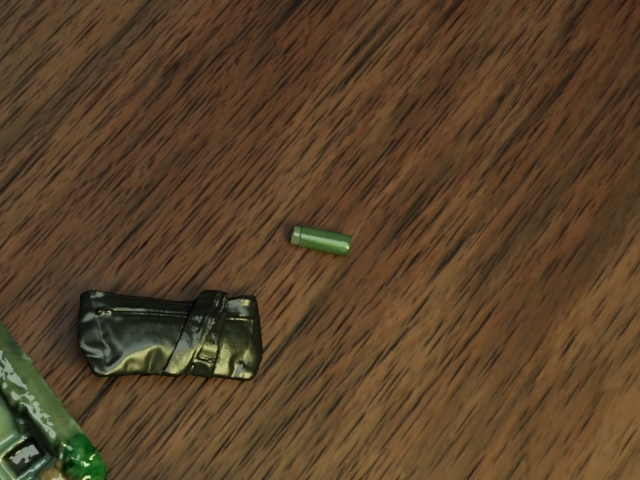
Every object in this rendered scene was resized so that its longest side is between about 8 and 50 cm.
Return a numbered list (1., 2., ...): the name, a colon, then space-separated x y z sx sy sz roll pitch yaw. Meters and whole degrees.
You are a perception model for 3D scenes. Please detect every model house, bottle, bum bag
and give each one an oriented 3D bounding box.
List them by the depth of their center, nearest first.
1. model house: -0.457 0.286 1.793 0.325 0.194 0.267 -36 82 -20
2. bum bag: -0.196 0.125 1.978 0.248 0.060 0.123 2 72 -14
3. bottle: 0.000 0.000 2.081 0.083 0.030 0.030 11 69 -8
